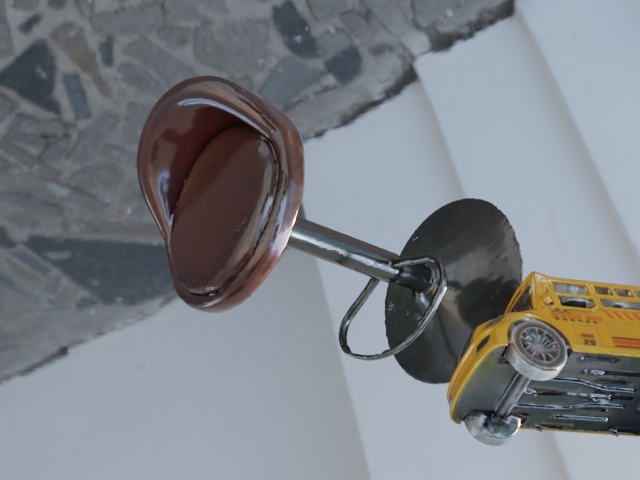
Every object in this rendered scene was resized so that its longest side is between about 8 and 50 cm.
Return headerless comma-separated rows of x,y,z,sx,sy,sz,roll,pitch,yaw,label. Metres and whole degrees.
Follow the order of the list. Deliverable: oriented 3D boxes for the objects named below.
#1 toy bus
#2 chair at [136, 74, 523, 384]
0.144,0.060,0.523,0.162,0.074,0.070,6,136,-13,toy bus
0.000,0.000,1.084,0.401,0.227,0.226,22,133,-33,chair
